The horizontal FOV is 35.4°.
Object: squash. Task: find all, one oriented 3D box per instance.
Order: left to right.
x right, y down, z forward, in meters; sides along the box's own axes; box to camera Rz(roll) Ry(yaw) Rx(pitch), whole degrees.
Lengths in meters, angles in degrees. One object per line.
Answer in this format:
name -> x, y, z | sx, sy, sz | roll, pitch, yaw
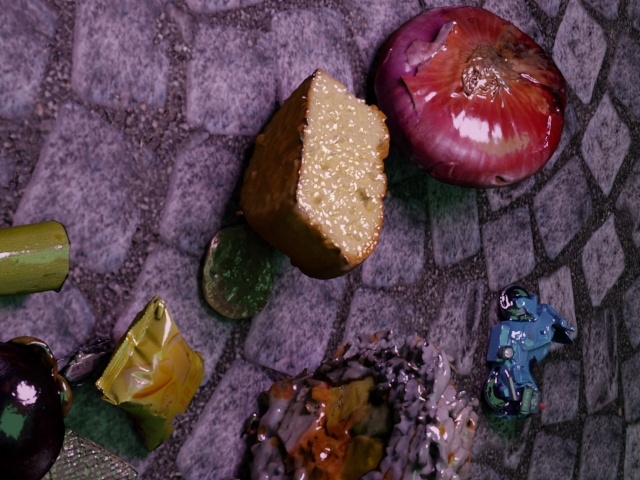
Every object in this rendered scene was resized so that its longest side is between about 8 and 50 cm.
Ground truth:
squash -> -0.409, 0.028, 1.228 | 0.188, 0.095, 0.095 | -7, 98, -39

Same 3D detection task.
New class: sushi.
sushi -> 0.065, 0.321, 1.498 | 0.176, 0.417, 0.418 | 39, 67, -36

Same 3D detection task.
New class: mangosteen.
mangosteen -> -0.384, 0.206, 1.211 | 0.230, 0.194, 0.194 | -37, 121, -66

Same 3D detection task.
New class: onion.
onion -> 0.248, -0.231, 1.760 | 0.347, 0.285, 0.348 | 8, 60, -15

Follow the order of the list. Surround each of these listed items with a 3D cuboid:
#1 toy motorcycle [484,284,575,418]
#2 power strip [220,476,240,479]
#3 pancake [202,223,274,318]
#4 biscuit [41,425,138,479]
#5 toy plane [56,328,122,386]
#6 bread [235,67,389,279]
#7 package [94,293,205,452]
toy motorcycle -> 0.422, 0.236, 2.045 | 0.182, 0.123, 0.272 | 17, 78, -22
power strip -> -0.193, 0.470, 1.485 | 0.198, 0.064, 0.213 | -1, 80, -43
pancake -> -0.125, 0.047, 1.548 | 0.151, 0.025, 0.152 | -4, 95, -43
biscuit -> -0.354, 0.380, 1.332 | 0.147, 0.046, 0.250 | 46, 62, -37
toy plane -> -0.315, 0.164, 1.368 | 0.120, 0.031, 0.049 | -23, 101, -38
bread -> -0.019, -0.081, 1.523 | 0.194, 0.179, 0.340 | 35, 45, -31
package -> -0.230, 0.188, 1.388 | 0.168, 0.090, 0.226 | -64, 155, -21
